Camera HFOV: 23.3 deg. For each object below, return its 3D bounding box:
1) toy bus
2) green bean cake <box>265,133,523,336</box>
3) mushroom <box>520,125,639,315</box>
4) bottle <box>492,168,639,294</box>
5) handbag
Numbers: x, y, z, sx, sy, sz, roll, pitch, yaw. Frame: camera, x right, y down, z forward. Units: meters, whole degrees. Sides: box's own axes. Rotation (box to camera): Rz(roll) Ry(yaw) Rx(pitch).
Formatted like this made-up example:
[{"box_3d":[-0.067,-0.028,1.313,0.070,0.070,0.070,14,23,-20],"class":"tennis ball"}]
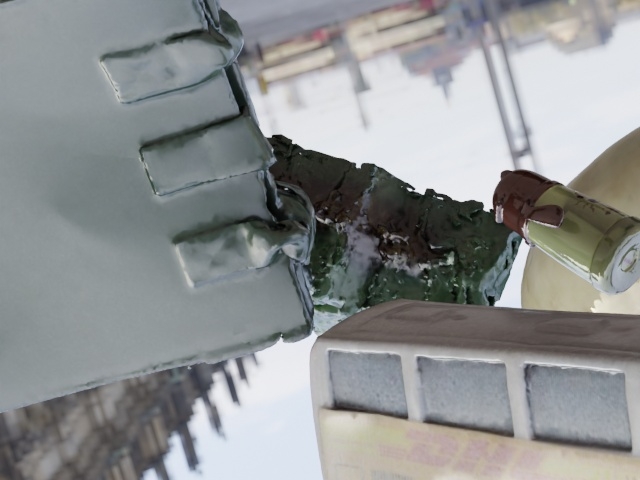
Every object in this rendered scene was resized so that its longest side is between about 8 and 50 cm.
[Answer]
[{"box_3d":[0.151,0.099,0.727,0.342,0.138,0.097,0,-167,41],"class":"toy bus"},{"box_3d":[0.000,0.000,1.020,0.208,0.107,0.193,27,168,-20],"class":"green bean cake"},{"box_3d":[0.357,0.046,1.264,0.353,0.353,0.325,-10,-166,41],"class":"mushroom"},{"box_3d":[0.142,-0.011,0.904,0.101,0.063,0.047,34,-102,36],"class":"bottle"},{"box_3d":[-0.147,-0.035,0.893,0.260,0.248,0.079,-14,-153,10],"class":"handbag"}]
